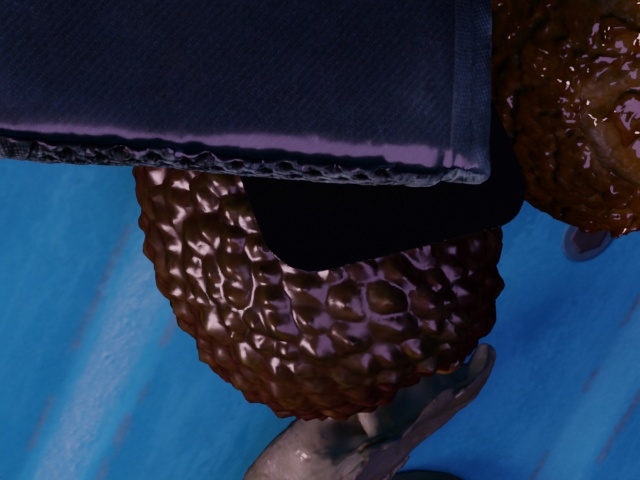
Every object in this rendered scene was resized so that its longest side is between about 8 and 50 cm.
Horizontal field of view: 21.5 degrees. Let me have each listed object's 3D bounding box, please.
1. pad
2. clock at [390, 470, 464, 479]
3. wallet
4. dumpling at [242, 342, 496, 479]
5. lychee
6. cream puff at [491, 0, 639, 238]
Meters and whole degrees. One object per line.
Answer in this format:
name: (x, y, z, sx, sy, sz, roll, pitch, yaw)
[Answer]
pad: (0.010, -0.115, 1.037, 0.181, 0.267, 0.004, -14, 163, -22)
clock: (0.056, 0.302, 1.496, 0.235, 0.029, 0.235, -15, 126, -21)
wallet: (-0.064, -0.152, 0.977, 0.342, 0.075, 0.237, 3, 78, -22)
dumpling: (-0.004, 0.183, 1.334, 0.332, 0.086, 0.166, -45, 165, 5)
lychee: (0.000, 0.000, 1.113, 0.271, 0.236, 0.236, 33, 102, -24)
cream puff: (0.237, -0.134, 1.164, 0.303, 0.212, 0.303, -12, 123, -19)
